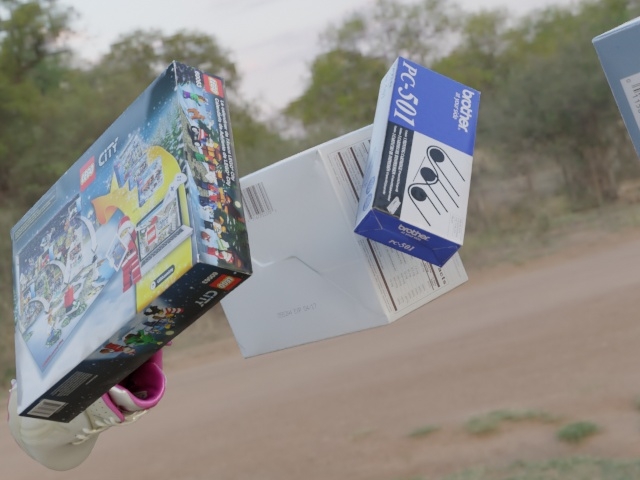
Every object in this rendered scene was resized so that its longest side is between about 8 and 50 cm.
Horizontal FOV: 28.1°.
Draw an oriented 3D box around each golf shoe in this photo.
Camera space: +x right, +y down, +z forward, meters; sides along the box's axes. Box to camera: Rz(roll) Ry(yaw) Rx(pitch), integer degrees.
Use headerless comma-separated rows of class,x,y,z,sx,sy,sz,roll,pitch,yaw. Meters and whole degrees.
golf shoe,-0.223,0.148,1.242,0.115,0.140,0.306,-34,-26,-38

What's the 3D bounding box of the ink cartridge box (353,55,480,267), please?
ink cartridge box,0.098,-0.081,1.256,0.097,0.207,0.046,22,-40,-13

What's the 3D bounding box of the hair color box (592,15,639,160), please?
hair color box,0.448,-0.184,1.331,0.114,0.185,0.374,-17,8,45

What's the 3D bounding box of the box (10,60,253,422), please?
box,-0.140,0.007,0.887,0.044,0.159,0.233,17,-40,-36

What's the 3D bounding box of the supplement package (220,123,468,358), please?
supplement package,0.000,0.000,1.462,0.145,0.204,0.262,-25,4,-42
